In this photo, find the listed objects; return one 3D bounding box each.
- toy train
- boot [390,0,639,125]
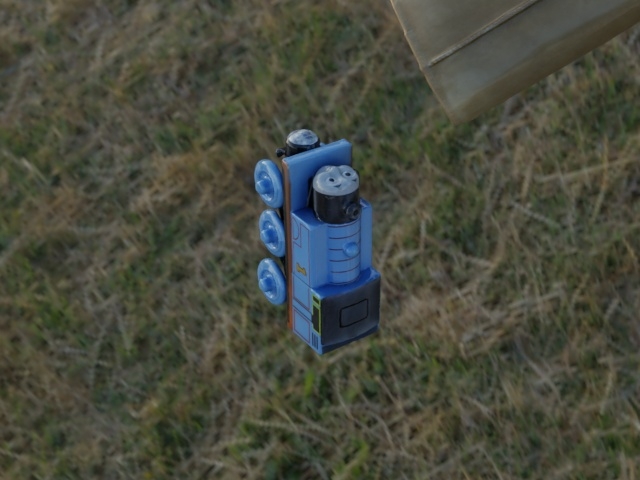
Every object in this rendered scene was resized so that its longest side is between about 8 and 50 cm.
[{"bbox_3d":[0.000,0.000,1.073,0.080,0.184,0.105,-21,38,-30],"label":"toy train"},{"bbox_3d":[0.216,-0.160,0.991,0.269,0.089,0.236,-27,68,14],"label":"boot"}]
